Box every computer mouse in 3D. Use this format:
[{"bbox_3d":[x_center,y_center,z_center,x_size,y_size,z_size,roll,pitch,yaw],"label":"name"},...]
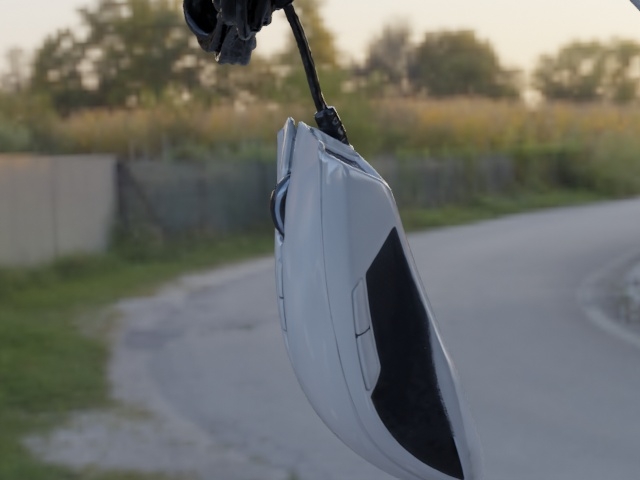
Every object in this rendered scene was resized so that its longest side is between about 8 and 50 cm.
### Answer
[{"bbox_3d":[0.000,0.000,0.463,0.042,0.193,0.106,-23,13,-11],"label":"computer mouse"}]

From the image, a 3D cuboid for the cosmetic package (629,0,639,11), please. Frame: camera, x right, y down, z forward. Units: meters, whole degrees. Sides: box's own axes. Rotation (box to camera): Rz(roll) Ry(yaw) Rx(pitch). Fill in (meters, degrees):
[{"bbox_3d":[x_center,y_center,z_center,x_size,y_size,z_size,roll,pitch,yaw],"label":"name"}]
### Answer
[{"bbox_3d":[0.249,-0.279,0.521,0.453,0.230,0.161,-44,7,23],"label":"cosmetic package"}]
